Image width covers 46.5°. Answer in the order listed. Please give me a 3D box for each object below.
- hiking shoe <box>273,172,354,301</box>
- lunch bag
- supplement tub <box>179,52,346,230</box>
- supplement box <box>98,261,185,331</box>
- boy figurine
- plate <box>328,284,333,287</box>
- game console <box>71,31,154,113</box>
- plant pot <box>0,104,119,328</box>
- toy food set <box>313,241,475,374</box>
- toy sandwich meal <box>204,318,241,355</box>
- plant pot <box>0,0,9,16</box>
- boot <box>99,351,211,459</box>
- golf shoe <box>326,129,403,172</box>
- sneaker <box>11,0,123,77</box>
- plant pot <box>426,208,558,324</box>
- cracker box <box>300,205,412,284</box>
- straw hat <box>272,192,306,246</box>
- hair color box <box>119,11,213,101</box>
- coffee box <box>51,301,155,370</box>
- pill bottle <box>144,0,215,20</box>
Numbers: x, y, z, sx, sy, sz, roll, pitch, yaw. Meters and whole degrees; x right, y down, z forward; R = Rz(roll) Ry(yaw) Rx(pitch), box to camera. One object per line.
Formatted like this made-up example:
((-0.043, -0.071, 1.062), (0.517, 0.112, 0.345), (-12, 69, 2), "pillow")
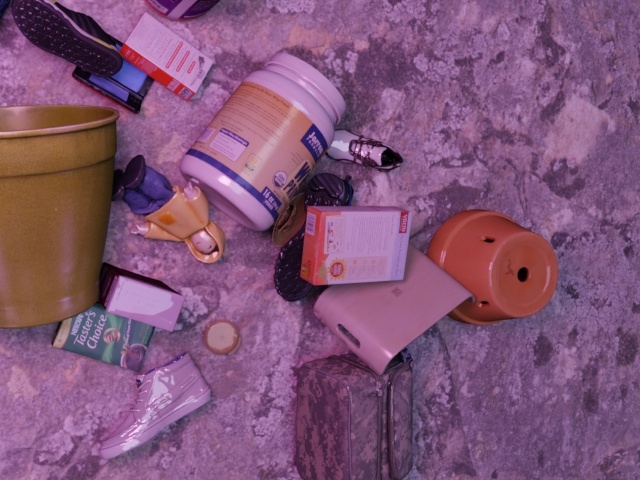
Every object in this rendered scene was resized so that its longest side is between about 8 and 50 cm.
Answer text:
((0.000, 0.000, 1.657), (0.132, 0.113, 0.304), (-1, 117, -63), "hiking shoe")
((0.099, 0.401, 1.685), (0.256, 0.212, 0.305), (-6, 97, -39), "lunch bag")
((-0.113, -0.202, 1.533), (0.228, 0.228, 0.316), (40, 79, -20), "supplement tub")
((-0.357, 0.106, 1.446), (0.130, 0.239, 0.073), (21, 87, -22), "supplement box")
((-0.304, -0.048, 1.515), (0.177, 0.092, 0.285), (-29, 132, 19), "boy figurine")
((0.077, 0.036, 1.698), (0.188, 0.024, 0.188), (-31, 141, -30), "plate")
((-0.404, -0.335, 1.483), (0.144, 0.124, 0.085), (29, 109, -21), "game console")
((-0.530, -0.045, 1.331), (0.366, 0.366, 0.353), (-8, 108, -22), "plant pot")
((0.169, 0.143, 1.682), (0.306, 0.220, 0.092), (-34, 149, -25), "toy food set")
((-0.215, 0.211, 1.629), (0.085, 0.029, 0.086), (-1, 93, -18), "toy sandwich meal")
((-0.630, -0.499, 1.301), (0.236, 0.236, 0.212), (43, 71, -19), "plant pot")
((-0.362, 0.336, 1.551), (0.258, 0.095, 0.123), (-30, 99, -27), "boot")
((0.099, -0.208, 1.695), (0.198, 0.094, 0.077), (11, 91, -21), "golf shoe")
((-0.470, -0.390, 1.390), (0.084, 0.097, 0.234), (-33, 138, 20), "sneaker")
((0.428, 0.073, 1.793), (0.291, 0.203, 0.291), (-2, 95, -23), "plant pot")
((0.077, 0.008, 1.580), (0.232, 0.067, 0.156), (-1, 104, -31), "cracker box")
((-0.087, -0.058, 1.636), (0.061, 0.144, 0.144), (28, 81, 19), "straw hat")
((-0.314, -0.372, 1.520), (0.167, 0.053, 0.093), (33, 61, -20), "hair color box")
((-0.442, 0.189, 1.524), (0.184, 0.040, 0.113), (23, 85, -22), "coffee box")
((-0.239, -0.533, 1.405), (0.181, 0.323, 0.182), (-2, 95, -23), "pill bottle")
